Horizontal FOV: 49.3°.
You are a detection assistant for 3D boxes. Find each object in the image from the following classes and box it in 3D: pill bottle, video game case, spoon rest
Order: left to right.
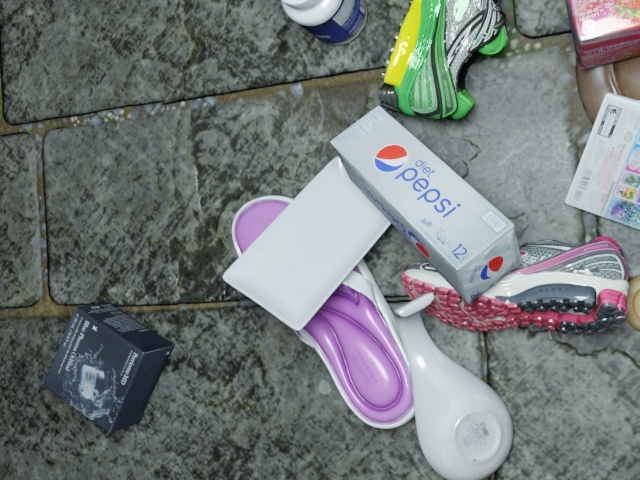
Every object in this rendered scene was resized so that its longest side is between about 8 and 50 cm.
[{"bbox_3d":[-0.001,-0.347,1.002,0.094,0.169,0.094,0,89,22],"label":"pill bottle"},{"bbox_3d":[0.174,0.202,0.961,0.137,0.084,0.276,-25,96,-12],"label":"spoon rest"},{"bbox_3d":[0.408,-0.093,0.890,0.143,0.019,0.157,23,121,20],"label":"video game case"}]

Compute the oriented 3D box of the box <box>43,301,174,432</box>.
[{"bbox_3d":[-0.359,0.211,1.185,0.158,0.093,0.156,28,100,18],"label":"box"}]

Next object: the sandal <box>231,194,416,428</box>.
[{"bbox_3d":[0.007,0.092,1.034,0.169,0.102,0.416,-45,75,15],"label":"sandal"}]

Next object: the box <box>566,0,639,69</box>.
[{"bbox_3d":[0.434,-0.314,0.790,0.300,0.154,0.142,-12,86,20],"label":"box"}]

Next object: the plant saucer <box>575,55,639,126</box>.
[{"bbox_3d":[0.485,-0.235,0.876,0.310,0.050,0.311,0,91,22],"label":"plant saucer"}]

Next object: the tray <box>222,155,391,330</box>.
[{"bbox_3d":[0.000,0.000,1.010,0.145,0.030,0.270,32,66,25],"label":"tray"}]

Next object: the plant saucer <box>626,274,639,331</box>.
[{"bbox_3d":[0.436,0.083,0.910,0.083,0.015,0.083,0,90,21],"label":"plant saucer"}]

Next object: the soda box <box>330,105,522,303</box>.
[{"bbox_3d":[0.135,-0.054,0.926,0.091,0.098,0.286,-38,52,-3],"label":"soda box"}]

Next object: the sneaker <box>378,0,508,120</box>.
[{"bbox_3d":[0.202,-0.330,0.959,0.146,0.134,0.344,21,106,14],"label":"sneaker"}]

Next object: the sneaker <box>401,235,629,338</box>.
[{"bbox_3d":[0.255,0.057,0.942,0.299,0.121,0.112,1,57,27],"label":"sneaker"}]
